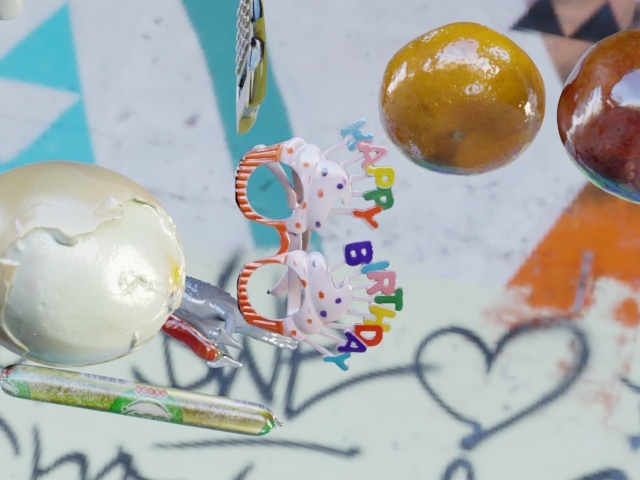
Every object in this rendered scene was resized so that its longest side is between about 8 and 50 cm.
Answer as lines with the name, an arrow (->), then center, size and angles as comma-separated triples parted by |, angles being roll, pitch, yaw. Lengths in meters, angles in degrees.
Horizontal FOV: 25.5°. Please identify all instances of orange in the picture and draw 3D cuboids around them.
orange -> 0.198, -0.200, 2.002 | 0.240, 0.171, 0.240 | -4, -50, -5

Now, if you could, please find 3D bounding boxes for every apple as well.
apple -> 0.420, -0.159, 1.821 | 0.234, 0.234, 0.234 | 14, -21, 5

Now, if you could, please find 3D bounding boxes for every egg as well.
egg -> -0.255, 0.019, 1.373 | 0.244, 0.201, 0.201 | 18, -16, 37

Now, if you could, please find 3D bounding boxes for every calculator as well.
calculator -> -0.104, -0.287, 2.110 | 0.033, 0.236, 0.157 | 1, -16, -10

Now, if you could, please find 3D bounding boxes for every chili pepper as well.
chili pepper -> -0.192, 0.114, 1.864 | 0.178, 0.027, 0.045 | 35, -2, 10

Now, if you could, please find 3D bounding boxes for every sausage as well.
sausage -> -0.162, 0.143, 1.266 | 0.269, 0.033, 0.033 | 11, -19, -14

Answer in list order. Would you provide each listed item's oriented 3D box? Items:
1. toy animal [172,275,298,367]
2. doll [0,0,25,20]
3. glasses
toy animal -> -0.160, 0.119, 2.178 | 0.367, 0.081, 0.206 | 26, 18, -23
doll -> -0.358, -0.414, 1.407 | 0.159, 0.311, 0.242 | -21, -29, 41
glasses -> 0.005, 0.002, 1.409 | 0.162, 0.255, 0.095 | 2, 15, 14
